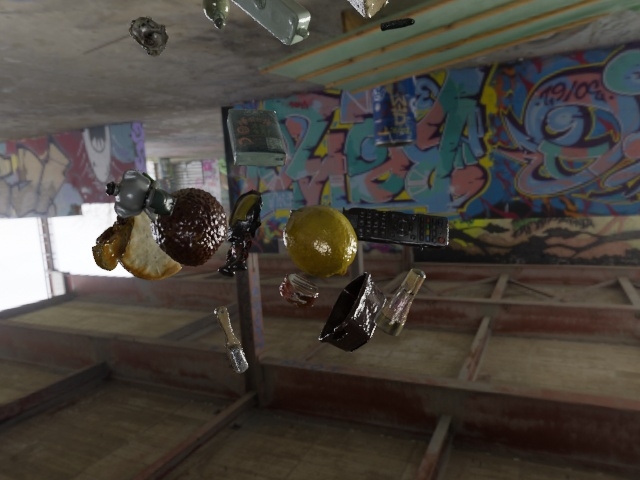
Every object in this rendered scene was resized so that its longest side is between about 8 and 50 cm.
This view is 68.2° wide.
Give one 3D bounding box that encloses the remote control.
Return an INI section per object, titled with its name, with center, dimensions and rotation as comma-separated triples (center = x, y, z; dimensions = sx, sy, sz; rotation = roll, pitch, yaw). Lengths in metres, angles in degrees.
[remote control]
center = 0.273, -0.040, 1.760
dimensions = 0.398, 0.145, 0.062
rotation = 7, 159, 1

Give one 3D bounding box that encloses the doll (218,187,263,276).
[doll]
center = -0.201, -0.031, 1.221
dimensions = 0.127, 0.249, 0.088
rotation = -1, 151, 30

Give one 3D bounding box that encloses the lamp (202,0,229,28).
[lamp]
center = -0.336, -0.745, 1.548
dimensions = 0.090, 0.163, 0.091
rotation = -13, 146, -9

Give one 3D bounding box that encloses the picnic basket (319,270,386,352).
[picnic basket]
center = 0.133, 0.267, 1.730
dimensions = 0.222, 0.129, 0.297
rotation = -45, -169, 46

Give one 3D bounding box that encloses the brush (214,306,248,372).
[brush]
center = -0.387, 0.442, 2.076
dimensions = 0.070, 0.328, 0.065
rotation = -25, -163, -29

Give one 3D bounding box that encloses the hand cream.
[hand cream]
center = 0.231, 0.168, 1.324
dimensions = 0.084, 0.203, 0.084
rotation = 26, -163, -9

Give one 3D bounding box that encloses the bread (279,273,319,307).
[bread]
center = -0.085, 0.202, 1.917
dimensions = 0.160, 0.073, 0.160
rotation = 27, -158, -12

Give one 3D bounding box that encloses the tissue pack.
[tissue pack]
center = -0.286, -0.463, 2.108
dimensions = 0.227, 0.103, 0.316
rotation = -1, -131, -19

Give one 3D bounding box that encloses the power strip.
[power strip]
center = -0.170, -0.643, 1.230
dimensions = 0.062, 0.385, 0.091
rotation = -38, 166, -40

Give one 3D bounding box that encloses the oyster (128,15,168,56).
[oyster]
center = -0.572, -0.692, 1.572
dimensions = 0.165, 0.108, 0.053
rotation = 39, -158, 4

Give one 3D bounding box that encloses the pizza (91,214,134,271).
[pizza]
center = -0.641, -0.009, 1.456
dimensions = 0.069, 0.194, 0.154
rotation = 18, 152, 3

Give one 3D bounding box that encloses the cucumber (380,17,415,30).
[cucumber]
center = 0.264, -0.736, 1.603
dimensions = 0.133, 0.032, 0.032
rotation = 12, -164, 43

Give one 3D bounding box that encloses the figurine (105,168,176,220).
[figurine]
center = -0.522, -0.127, 1.373
dimensions = 0.192, 0.147, 0.126
rotation = 19, 178, -27

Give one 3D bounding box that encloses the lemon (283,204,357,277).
[lemon]
center = 0.000, 0.000, 1.303
dimensions = 0.192, 0.231, 0.192
rotation = -39, -175, 4

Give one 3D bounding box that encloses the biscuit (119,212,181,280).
[biscuit]
center = -0.709, 0.033, 1.870
dimensions = 0.204, 0.309, 0.040
rotation = -38, -165, -34

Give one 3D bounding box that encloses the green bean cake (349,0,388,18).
[green bean cake]
center = 0.099, -0.702, 1.274
dimensions = 0.085, 0.179, 0.109
rotation = -40, 171, 5

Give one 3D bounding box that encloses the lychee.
[lychee]
center = -0.439, -0.046, 1.599
dimensions = 0.260, 0.261, 0.260
rotation = -4, -173, 0
